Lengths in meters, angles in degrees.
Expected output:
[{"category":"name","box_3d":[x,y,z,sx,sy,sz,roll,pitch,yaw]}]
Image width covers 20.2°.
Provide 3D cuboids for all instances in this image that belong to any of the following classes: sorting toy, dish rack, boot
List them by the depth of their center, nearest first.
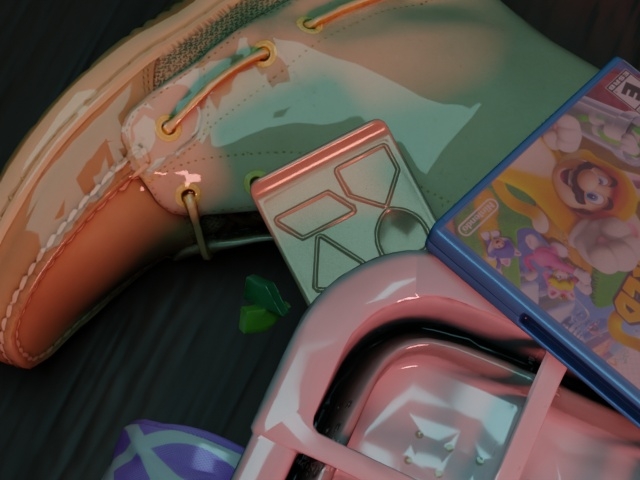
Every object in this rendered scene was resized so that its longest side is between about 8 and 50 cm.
[{"category":"dish rack","box_3d":[0.072,0.197,0.613,0.285,0.072,0.333,25,70,2]},{"category":"sorting toy","box_3d":[0.000,0.000,0.665,0.083,0.012,0.062,-27,87,-1]},{"category":"boot","box_3d":[0.002,-0.007,0.718,0.203,0.095,0.262,40,74,17]}]

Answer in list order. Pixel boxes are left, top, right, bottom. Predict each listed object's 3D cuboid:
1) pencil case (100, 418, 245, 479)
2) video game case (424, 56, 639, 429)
[{"category":"pencil case","box_3d":[-0.071,0.168,0.658,0.088,0.086,0.206,31,72,-23]},{"category":"video game case","box_3d":[0.136,0.018,0.641,0.166,0.015,0.119,41,58,13]}]
